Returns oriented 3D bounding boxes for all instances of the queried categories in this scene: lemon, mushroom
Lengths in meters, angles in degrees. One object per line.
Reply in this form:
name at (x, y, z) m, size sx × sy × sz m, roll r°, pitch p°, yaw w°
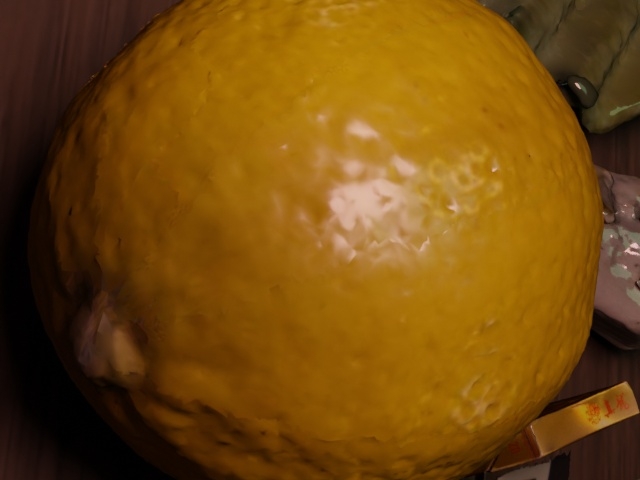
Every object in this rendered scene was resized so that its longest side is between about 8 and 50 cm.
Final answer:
lemon at (0.001, 0.000, 0.912) m, size 0.293 × 0.293 × 0.293 m, roll 16°, pitch 64°, yaw -37°
mushroom at (0.141, -0.007, 1.166) m, size 0.278 × 0.099 × 0.096 m, roll 28°, pitch 44°, yaw -26°

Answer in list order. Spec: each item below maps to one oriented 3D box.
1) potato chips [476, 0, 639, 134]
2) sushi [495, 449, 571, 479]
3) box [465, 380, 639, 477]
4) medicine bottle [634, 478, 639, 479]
potato chips at (0.146, -0.249, 1.253) m, size 0.389 × 0.097 × 0.373 m, roll -29°, pitch 100°, yaw -45°
sushi at (0.044, 0.221, 0.988) m, size 0.192 × 0.050 × 0.215 m, roll -11°, pitch 111°, yaw -43°
box at (0.087, 0.111, 1.024) m, size 0.089 × 0.156 × 0.022 m, roll -17°, pitch 87°, yaw -45°
medicine bottle at (0.235, 0.273, 1.147) m, size 0.124 × 0.079 × 0.258 m, roll -23°, pitch 90°, yaw -43°
